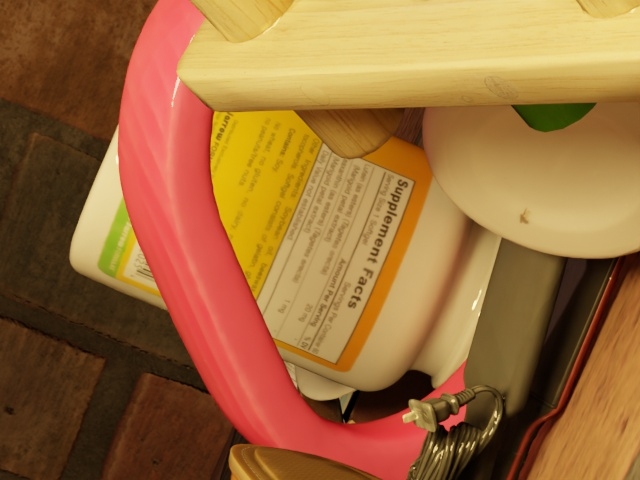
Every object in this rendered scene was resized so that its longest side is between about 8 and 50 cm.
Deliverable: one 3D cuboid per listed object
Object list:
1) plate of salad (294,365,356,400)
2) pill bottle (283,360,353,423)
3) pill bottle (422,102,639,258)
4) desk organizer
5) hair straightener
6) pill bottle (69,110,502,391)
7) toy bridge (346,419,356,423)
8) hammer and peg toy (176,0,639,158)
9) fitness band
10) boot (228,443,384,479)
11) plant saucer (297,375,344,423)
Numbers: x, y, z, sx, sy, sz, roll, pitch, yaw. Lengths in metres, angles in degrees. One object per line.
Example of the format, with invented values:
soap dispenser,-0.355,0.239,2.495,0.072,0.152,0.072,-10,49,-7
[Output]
plate of salad,0.042,0.011,1.223,0.200,0.048,0.200,-44,21,22
pill bottle,0.016,0.097,1.536,0.087,0.087,0.160,-91,25,-82
pill bottle,0.126,-0.109,0.856,0.121,0.121,0.221,117,175,-51
desk organizer,0.063,0.070,1.282,0.047,0.050,0.130,-124,57,-86
hair straightener,0.061,0.084,0.889,0.047,0.089,0.230,39,111,45
pill bottle,0.000,0.000,1.063,0.136,0.245,0.136,-157,90,-87
toy bridge,0.033,0.133,1.136,0.188,0.063,0.026,-46,-3,-20
hammer and peg toy,0.126,-0.153,0.665,0.361,0.127,0.266,2,54,49
fitness band,0.019,-0.015,0.915,0.209,0.291,0.054,-39,33,-25
boot,-0.002,0.185,0.826,0.197,0.073,0.152,43,121,54
plant saucer,0.004,0.168,1.278,0.168,0.029,0.168,176,90,-87
